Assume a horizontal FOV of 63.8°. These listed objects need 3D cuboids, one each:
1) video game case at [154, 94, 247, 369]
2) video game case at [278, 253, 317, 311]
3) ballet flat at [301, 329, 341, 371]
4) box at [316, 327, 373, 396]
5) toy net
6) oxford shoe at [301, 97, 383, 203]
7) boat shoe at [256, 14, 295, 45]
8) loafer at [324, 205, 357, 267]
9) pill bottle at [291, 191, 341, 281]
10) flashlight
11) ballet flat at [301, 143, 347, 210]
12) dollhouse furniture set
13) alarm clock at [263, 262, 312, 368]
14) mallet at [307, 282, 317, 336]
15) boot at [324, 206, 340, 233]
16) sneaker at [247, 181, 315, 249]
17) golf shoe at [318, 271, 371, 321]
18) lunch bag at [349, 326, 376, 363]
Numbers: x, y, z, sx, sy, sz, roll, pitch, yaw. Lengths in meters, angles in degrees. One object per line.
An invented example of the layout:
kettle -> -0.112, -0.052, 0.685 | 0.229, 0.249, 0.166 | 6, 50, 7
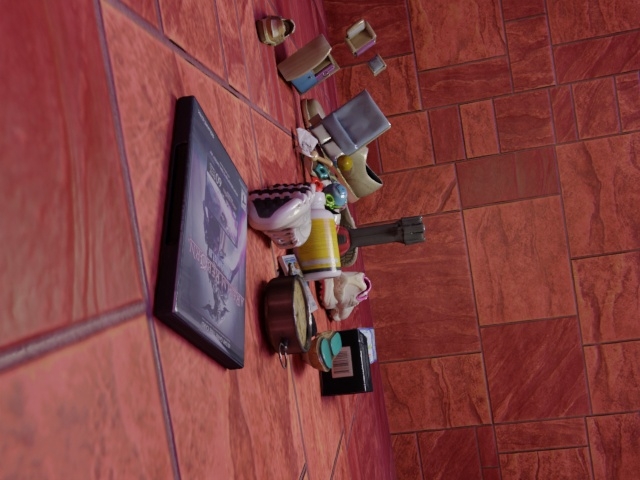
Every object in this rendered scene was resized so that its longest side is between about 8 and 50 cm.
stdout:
video game case -> -0.131, -0.005, 0.619 | 0.196, 0.026, 0.274 | 67, 16, -59
video game case -> -0.043, 0.086, 1.015 | 0.122, 0.011, 0.087 | 66, 13, 5
ballet flat -> -0.004, 0.233, 1.071 | 0.206, 0.067, 0.073 | 18, 60, -78
box -> 0.065, 0.314, 1.309 | 0.207, 0.108, 0.153 | 59, 24, -70
toy net -> -0.016, -0.184, 1.338 | 0.122, 0.045, 0.232 | -29, 85, -46
oxford shoe -> 0.072, -0.307, 1.673 | 0.397, 0.146, 0.141 | 55, 24, -34
boat shoe -> -0.093, -0.485, 1.183 | 0.190, 0.072, 0.068 | -83, 162, -62
loafer -> 0.079, -0.039, 1.774 | 0.092, 0.101, 0.269 | 25, 56, -73
pill bottle -> -0.016, -0.007, 1.110 | 0.103, 0.103, 0.184 | 30, 53, -79
flashlight -> 0.136, -0.010, 1.442 | 0.103, 0.303, 0.103 | -91, 170, -47
ballet flat -> -0.003, -0.178, 1.420 | 0.079, 0.076, 0.222 | -16, 79, -61
dollhouse furniture set -> 0.082, -0.375, 1.348 | 0.303, 0.286, 0.198 | 57, 9, 0
alarm clock -> -0.056, 0.133, 0.837 | 0.192, 0.064, 0.129 | -89, 167, -60
mallet -> -0.029, 0.138, 1.125 | 0.190, 0.039, 0.062 | -89, 166, -66
boot -> 0.000, 0.000, 1.343 | 0.244, 0.088, 0.176 | -103, -161, -79
sneaker -> -0.058, -0.038, 0.893 | 0.292, 0.110, 0.118 | -48, 138, -79
golf shoe -> 0.080, 0.160, 1.469 | 0.306, 0.140, 0.115 | 61, 21, -71
lunch bag -> 0.144, 0.379, 1.849 | 0.151, 0.096, 0.129 | 17, 66, -65
